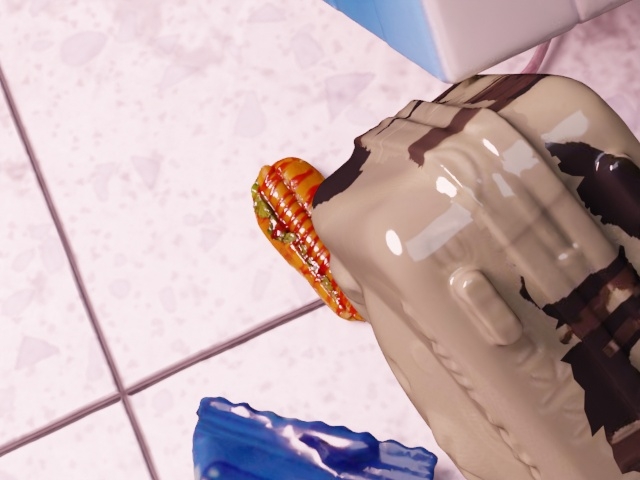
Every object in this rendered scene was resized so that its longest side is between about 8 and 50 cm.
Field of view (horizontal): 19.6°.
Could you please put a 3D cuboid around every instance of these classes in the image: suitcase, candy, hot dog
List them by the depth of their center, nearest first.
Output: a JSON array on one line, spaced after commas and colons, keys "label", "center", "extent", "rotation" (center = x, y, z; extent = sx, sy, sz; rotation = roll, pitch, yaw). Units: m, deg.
[{"label": "suitcase", "center": [0.146, 0.067, 1.135], "extent": [0.194, 0.339, 0.351], "rotation": [-39, 102, -4]}, {"label": "candy", "center": [-0.048, 0.275, 1.244], "extent": [0.187, 0.077, 0.331], "rotation": [15, 74, 14]}, {"label": "hot dog", "center": [0.000, 0.000, 1.337], "extent": [0.062, 0.038, 0.144], "rotation": [-35, 69, 0]}]

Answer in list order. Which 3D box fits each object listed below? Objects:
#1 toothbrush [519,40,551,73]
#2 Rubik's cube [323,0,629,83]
[{"label": "toothbrush", "center": [0.128, -0.082, 1.343], "extent": [0.027, 0.021, 0.269], "rotation": [17, 77, 30]}, {"label": "Rubik's cube", "center": [0.108, -0.315, 1.196], "extent": [0.291, 0.290, 0.291], "rotation": [-25, 27, -9]}]
